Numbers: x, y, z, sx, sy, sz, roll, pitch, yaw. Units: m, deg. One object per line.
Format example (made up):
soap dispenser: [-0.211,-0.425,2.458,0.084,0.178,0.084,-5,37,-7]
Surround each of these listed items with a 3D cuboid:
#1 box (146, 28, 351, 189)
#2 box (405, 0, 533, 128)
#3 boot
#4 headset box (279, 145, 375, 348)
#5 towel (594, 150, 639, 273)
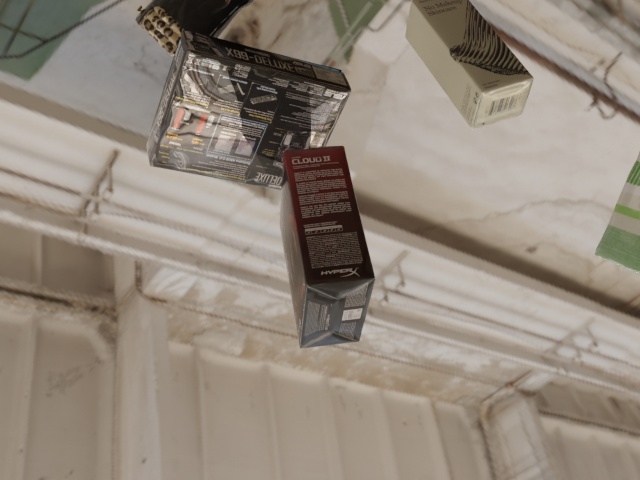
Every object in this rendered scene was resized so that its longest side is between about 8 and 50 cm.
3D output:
box: [-0.131,-0.220,1.436,0.307,0.242,0.076,8,-142,-24]
box: [0.267,-0.339,1.471,0.113,0.094,0.275,-19,-123,-16]
boot: [-0.254,-0.530,1.566,0.377,0.284,0.138,49,-167,28]
headset box: [0.000,0.000,1.343,0.110,0.218,0.293,-5,-122,-9]
towel: [0.530,-0.093,1.097,0.038,0.325,0.248,18,-172,-26]
